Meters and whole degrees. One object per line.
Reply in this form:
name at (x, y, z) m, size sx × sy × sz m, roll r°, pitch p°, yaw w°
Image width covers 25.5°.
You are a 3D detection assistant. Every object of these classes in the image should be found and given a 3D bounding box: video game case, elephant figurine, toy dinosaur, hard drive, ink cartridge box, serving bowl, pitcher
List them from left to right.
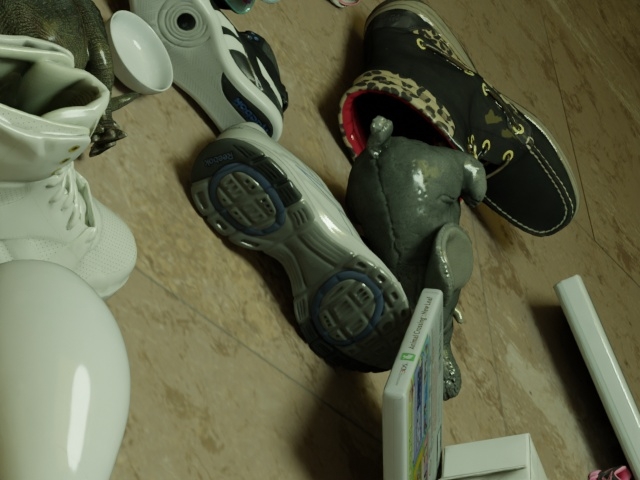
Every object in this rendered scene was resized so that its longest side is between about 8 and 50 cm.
pitcher at (-0.178, 0.133, 0.895) m, size 0.178 × 0.125 × 0.207 m, roll 93°, pitch -13°, yaw -50°
toy dinosaur at (-0.210, -0.148, 1.099) m, size 0.313 × 0.121 × 0.160 m, roll -12°, pitch 88°, yaw -59°
serving bowl at (-0.172, -0.167, 1.289) m, size 0.083 × 0.027 × 0.083 m, roll 43°, pitch 31°, yaw -33°
video game case at (0.086, 0.181, 1.296) m, size 0.193 × 0.023 × 0.212 m, roll -61°, pitch 152°, yaw -61°
elephant figurine at (0.099, 0.025, 1.471) m, size 0.186 × 0.169 × 0.240 m, roll 11°, pitch 67°, yaw -23°
ink cartridge box at (0.177, 0.261, 1.384) m, size 0.090 × 0.092 × 0.143 m, roll -80°, pitch 153°, yaw -52°
hard drive at (0.395, 0.206, 1.882) m, size 0.203 × 0.040 × 0.308 m, roll 36°, pitch 31°, yaw -72°

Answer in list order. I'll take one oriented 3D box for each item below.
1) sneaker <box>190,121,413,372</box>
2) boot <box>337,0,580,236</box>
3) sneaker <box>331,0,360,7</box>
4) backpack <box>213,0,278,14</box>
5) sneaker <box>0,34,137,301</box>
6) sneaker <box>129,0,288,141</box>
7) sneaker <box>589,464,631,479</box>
sneaker at (0.000, 0.000, 1.355) m, size 0.297 × 0.111 × 0.129 m, roll 53°, pitch 21°, yaw -19°
boot at (0.169, -0.107, 1.726) m, size 0.377 × 0.138 × 0.284 m, roll 51°, pitch 26°, yaw -13°
sneaker at (0.041, -0.330, 1.817) m, size 0.134 × 0.051 × 0.070 m, roll -4°, pitch 69°, yaw -59°
backpack at (-0.083, -0.331, 1.367) m, size 0.166 × 0.144 × 0.188 m, roll 35°, pitch 73°, yaw -58°
sneaker at (-0.189, -0.042, 0.975) m, size 0.292 × 0.169 × 0.108 m, roll 24°, pitch 42°, yaw -53°
sneaker at (-0.110, -0.196, 1.389) m, size 0.217 × 0.079 × 0.121 m, roll 55°, pitch 21°, yaw -27°
sneaker at (0.362, 0.319, 1.748) m, size 0.047 × 0.057 × 0.119 m, roll 55°, pitch 27°, yaw -20°
